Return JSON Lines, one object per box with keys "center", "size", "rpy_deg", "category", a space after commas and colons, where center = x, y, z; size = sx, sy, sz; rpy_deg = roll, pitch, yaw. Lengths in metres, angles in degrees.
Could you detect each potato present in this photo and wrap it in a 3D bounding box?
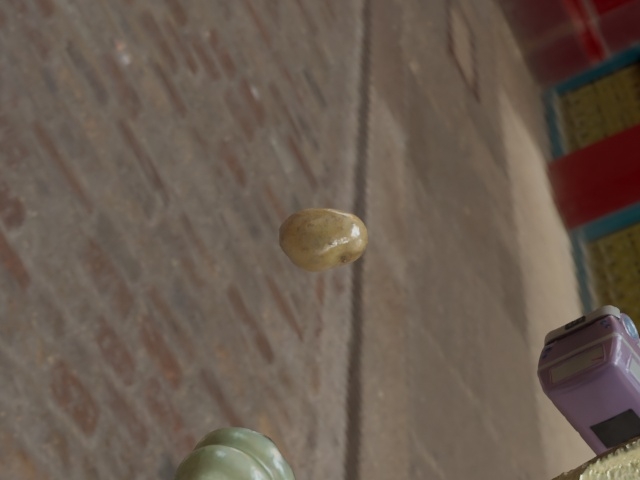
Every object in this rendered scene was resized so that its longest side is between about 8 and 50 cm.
{"center": [0.002, -0.001, 2.124], "size": [0.112, 0.147, 0.112], "rpy_deg": [-7, 90, -71], "category": "potato"}

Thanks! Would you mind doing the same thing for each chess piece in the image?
{"center": [-0.184, 0.413, 1.881], "size": [0.330, 0.182, 0.182], "rpy_deg": [-39, 105, -55], "category": "chess piece"}

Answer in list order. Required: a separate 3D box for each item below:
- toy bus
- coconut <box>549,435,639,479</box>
{"center": [0.412, 0.212, 1.896], "size": [0.202, 0.142, 0.142], "rpy_deg": [48, 27, -21], "category": "toy bus"}
{"center": [0.397, 0.358, 1.584], "size": [0.245, 0.233, 0.233], "rpy_deg": [63, 18, 14], "category": "coconut"}
